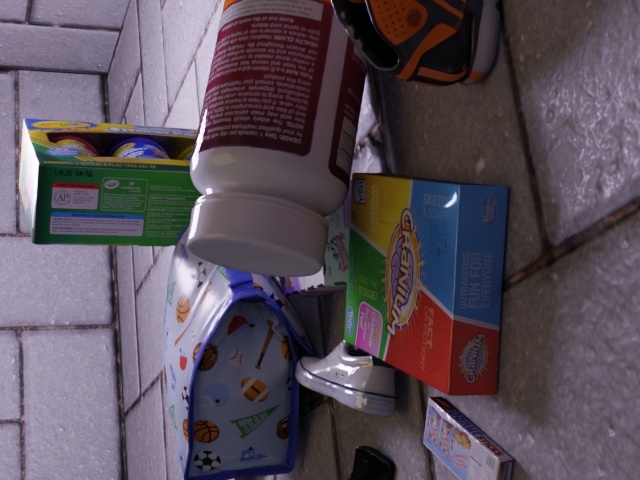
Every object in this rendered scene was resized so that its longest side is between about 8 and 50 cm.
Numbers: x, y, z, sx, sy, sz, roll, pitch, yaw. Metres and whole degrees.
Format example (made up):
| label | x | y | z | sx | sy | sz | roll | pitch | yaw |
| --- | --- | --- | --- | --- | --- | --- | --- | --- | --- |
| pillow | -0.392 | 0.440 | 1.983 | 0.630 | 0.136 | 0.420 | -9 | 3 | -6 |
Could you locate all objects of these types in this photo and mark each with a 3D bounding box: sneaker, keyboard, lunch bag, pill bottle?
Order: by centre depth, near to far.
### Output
| label | x | y | z | sx | sy | sz | roll | pitch | yaw |
| --- | --- | --- | --- | --- | --- | --- | --- | --- | --- |
| sneaker | 0.109 | -0.339 | 1.137 | 0.125 | 0.180 | 0.321 | 175 | 95 | -69 |
| pill bottle | -0.059 | -0.159 | 1.412 | 0.224 | 0.224 | 0.392 | 150 | 132 | -66 |
| sneaker | 0.044 | 0.187 | 1.458 | 0.258 | 0.094 | 0.091 | 8 | 81 | 63 |
| keyboard | 0.069 | 0.383 | 1.461 | 0.100 | 0.038 | 0.192 | 26 | 115 | 42 |
| lunch bag | -0.154 | 0.172 | 1.760 | 0.328 | 0.239 | 0.385 | -122 | 30 | -57 |

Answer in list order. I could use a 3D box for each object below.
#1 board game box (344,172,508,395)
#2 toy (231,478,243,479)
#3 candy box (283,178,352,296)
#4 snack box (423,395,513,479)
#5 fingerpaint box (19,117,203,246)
| label | x | y | z | sx | sy | sz | roll | pitch | yaw |
| --- | --- | --- | --- | --- | --- | --- | --- | --- | --- |
| board game box | 0.122 | 0.040 | 1.260 | 0.316 | 0.064 | 0.242 | -165 | 76 | -69 |
| toy | -0.179 | 0.454 | 2.069 | 0.136 | 0.056 | 0.237 | -106 | 31 | -45 |
| candy box | 0.000 | 0.000 | 1.578 | 0.196 | 0.070 | 0.164 | 159 | 110 | -69 |
| snack box | 0.171 | 0.248 | 1.186 | 0.178 | 0.022 | 0.064 | -143 | 55 | -65 |
| fingerpaint box | -0.359 | -0.121 | 2.006 | 0.371 | 0.445 | 0.163 | -135 | 50 | -63 |
